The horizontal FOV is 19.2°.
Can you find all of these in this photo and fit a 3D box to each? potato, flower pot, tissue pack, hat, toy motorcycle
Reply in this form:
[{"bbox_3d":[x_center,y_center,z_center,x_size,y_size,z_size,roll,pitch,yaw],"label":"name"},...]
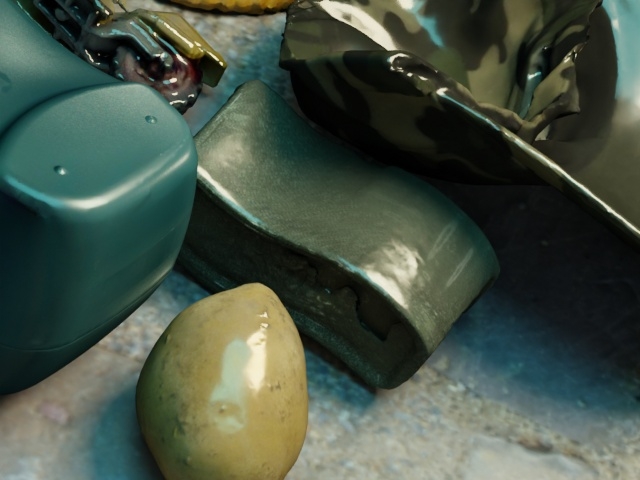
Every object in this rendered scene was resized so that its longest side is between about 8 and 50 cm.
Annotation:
[{"bbox_3d":[-0.062,0.098,1.197,0.112,0.112,0.147,11,54,-9],"label":"potato"},{"bbox_3d":[0.000,0.000,1.303,0.229,0.103,0.108,33,48,10],"label":"flower pot"},{"bbox_3d":[-0.234,-0.040,1.202,0.287,0.206,0.198,36,39,12],"label":"tissue pack"},{"bbox_3d":[0.159,-0.069,1.390,0.366,0.257,0.381,-35,94,-48],"label":"hat"},{"bbox_3d":[-0.158,-0.192,1.430,0.229,0.094,0.130,45,47,11],"label":"toy motorcycle"}]

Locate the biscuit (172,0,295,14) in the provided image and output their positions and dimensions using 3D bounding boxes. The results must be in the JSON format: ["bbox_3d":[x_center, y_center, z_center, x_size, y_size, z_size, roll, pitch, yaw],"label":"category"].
[{"bbox_3d":[-0.082,-0.281,1.573,0.254,0.035,0.254,10,47,-11],"label":"biscuit"}]
